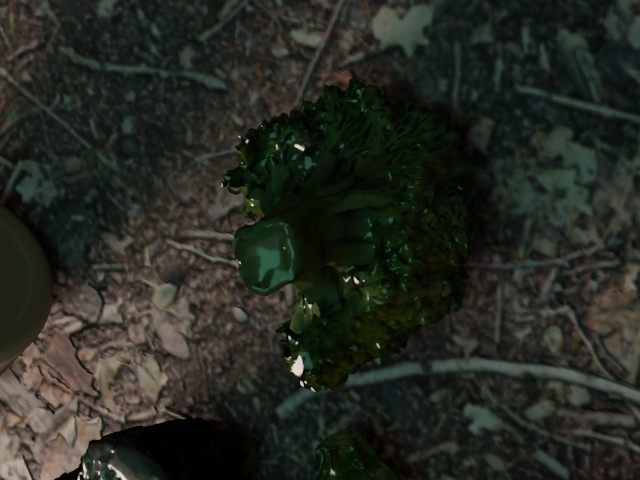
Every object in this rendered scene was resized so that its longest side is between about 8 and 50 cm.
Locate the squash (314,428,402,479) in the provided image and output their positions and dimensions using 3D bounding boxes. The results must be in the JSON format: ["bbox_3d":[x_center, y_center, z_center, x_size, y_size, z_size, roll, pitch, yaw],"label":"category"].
[{"bbox_3d":[0.054,0.243,1.253,0.077,0.068,0.219,-25,90,44],"label":"squash"}]

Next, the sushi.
[{"bbox_3d":[-0.135,0.241,1.347,0.147,0.115,0.212,12,109,26],"label":"sushi"}]

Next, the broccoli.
[{"bbox_3d":[0.000,0.000,1.144,0.194,0.194,0.220,11,104,30],"label":"broccoli"}]

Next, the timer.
[{"bbox_3d":[-0.343,0.095,1.437,0.175,0.175,0.266,48,140,12],"label":"timer"}]
